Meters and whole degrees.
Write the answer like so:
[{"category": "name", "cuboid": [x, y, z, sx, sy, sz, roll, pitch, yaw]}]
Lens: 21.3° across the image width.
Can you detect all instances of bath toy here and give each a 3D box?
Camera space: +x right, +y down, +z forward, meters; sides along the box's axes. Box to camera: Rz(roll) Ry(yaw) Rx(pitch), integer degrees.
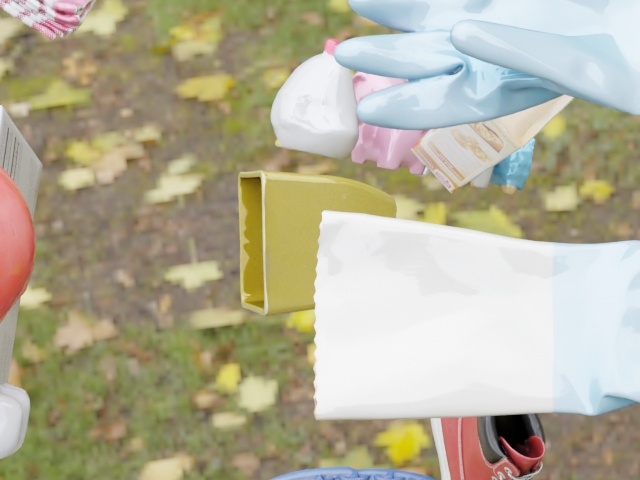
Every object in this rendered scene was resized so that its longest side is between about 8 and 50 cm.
[{"category": "bath toy", "cuboid": [0.089, -0.140, 1.913, 0.348, 0.129, 0.151, 8, 4, -42]}]

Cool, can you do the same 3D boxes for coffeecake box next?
[{"category": "coffeecake box", "cuboid": [0.189, -0.135, 1.709, 0.142, 0.068, 0.185, -43, 2, -21]}]

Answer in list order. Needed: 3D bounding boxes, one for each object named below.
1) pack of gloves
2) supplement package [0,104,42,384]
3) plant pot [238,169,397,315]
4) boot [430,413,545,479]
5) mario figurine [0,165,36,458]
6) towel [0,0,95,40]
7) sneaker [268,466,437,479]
[{"category": "pack of gloves", "cuboid": [0.116, -0.025, 0.659, 0.232, 0.195, 0.046, 3, -16, -4]}, {"category": "supplement package", "cuboid": [-0.378, 0.022, 1.511, 0.204, 0.145, 0.261, 3, 72, 7]}, {"category": "plant pot", "cuboid": [0.000, 0.000, 0.988, 0.083, 0.081, 0.081, -1, 2, -12]}, {"category": "boot", "cuboid": [0.190, 0.265, 1.720, 0.088, 0.244, 0.176, -15, 2, -17]}, {"category": "mario figurine", "cuboid": [-0.254, 0.021, 0.883, 0.321, 0.198, 0.170, -15, 53, 39]}, {"category": "towel", "cuboid": [-0.248, -0.220, 1.220, 0.197, 0.029, 0.144, 33, 18, -11]}, {"category": "sneaker", "cuboid": [0.072, 0.163, 0.727, 0.232, 0.090, 0.081, 8, 31, 19]}]
